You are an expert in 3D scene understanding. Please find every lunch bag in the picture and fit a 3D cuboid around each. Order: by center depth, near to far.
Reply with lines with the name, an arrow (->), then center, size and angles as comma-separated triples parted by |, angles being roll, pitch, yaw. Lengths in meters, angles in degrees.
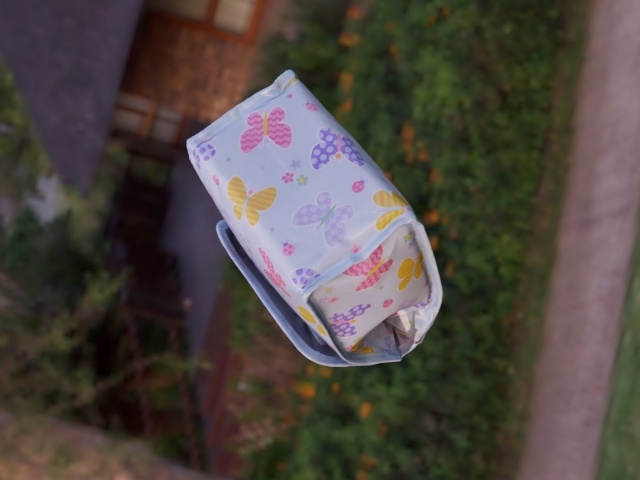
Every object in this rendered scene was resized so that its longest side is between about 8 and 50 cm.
lunch bag -> 0.000, 0.000, 0.583 | 0.053, 0.071, 0.083 | -37, -26, -4
